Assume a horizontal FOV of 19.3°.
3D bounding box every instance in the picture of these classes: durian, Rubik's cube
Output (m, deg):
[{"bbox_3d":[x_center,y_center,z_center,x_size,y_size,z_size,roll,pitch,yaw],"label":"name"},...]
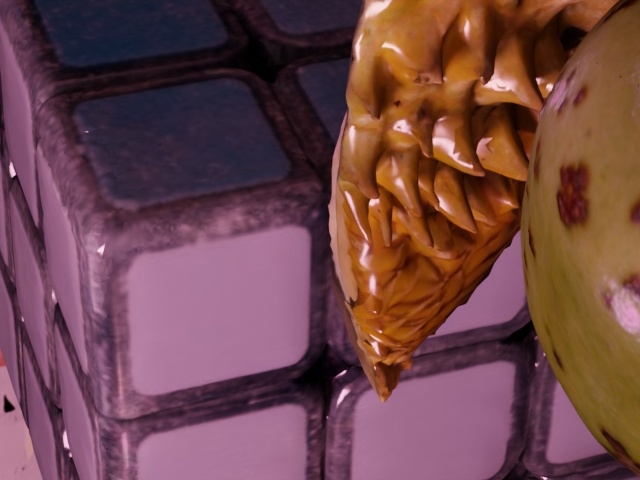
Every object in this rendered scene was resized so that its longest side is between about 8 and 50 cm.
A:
[{"bbox_3d":[0.070,-0.116,0.654,0.305,0.186,0.195,-63,-28,-25],"label":"durian"},{"bbox_3d":[0.000,0.000,0.930,0.305,0.301,0.303,-121,26,-48],"label":"Rubik's cube"}]

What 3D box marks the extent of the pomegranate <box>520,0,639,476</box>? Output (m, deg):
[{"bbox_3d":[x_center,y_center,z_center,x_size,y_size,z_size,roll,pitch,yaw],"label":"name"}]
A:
[{"bbox_3d":[0.157,-0.035,0.550,0.214,0.214,0.247,110,156,-62],"label":"pomegranate"}]
